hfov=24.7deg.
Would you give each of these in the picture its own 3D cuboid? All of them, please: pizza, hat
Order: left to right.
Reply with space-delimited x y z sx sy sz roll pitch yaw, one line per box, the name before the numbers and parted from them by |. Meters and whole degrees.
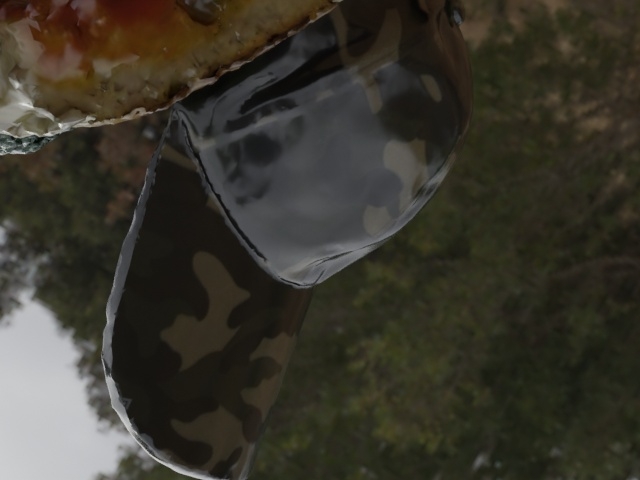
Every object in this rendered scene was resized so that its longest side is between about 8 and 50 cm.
pizza | -0.035 -0.186 0.812 0.130 0.406 0.440 64 179 -14
hat | 0.000 0.000 1.164 0.257 0.382 0.366 -6 169 29

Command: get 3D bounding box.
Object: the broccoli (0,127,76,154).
broccoli | -0.305 -0.211 1.329 0.297 0.298 0.297 29 -178 18
